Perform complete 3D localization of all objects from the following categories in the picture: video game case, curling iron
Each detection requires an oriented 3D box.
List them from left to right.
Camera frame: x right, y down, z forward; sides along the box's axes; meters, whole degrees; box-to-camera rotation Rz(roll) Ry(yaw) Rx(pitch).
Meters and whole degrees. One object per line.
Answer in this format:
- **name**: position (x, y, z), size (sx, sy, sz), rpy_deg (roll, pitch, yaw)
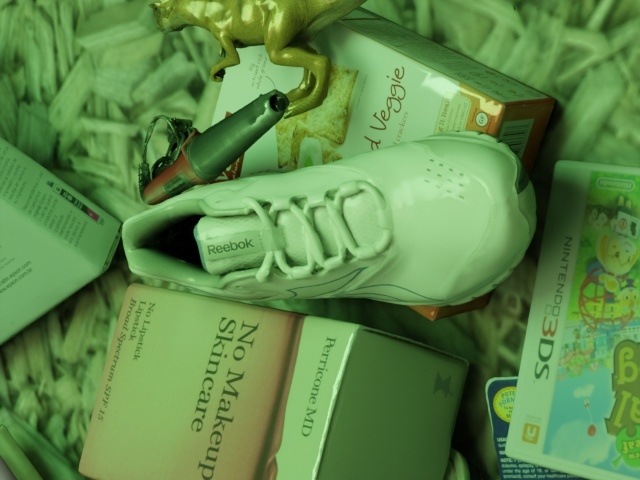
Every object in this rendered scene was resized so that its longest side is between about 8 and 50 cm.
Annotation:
- **curling iron**: position (-0.080, -0.068, 1.058), size (0.274, 0.035, 0.068), rpy_deg (165, 112, -70)
- **video game case**: position (0.212, 0.056, 0.920), size (0.212, 0.023, 0.193), rpy_deg (9, 89, 44)

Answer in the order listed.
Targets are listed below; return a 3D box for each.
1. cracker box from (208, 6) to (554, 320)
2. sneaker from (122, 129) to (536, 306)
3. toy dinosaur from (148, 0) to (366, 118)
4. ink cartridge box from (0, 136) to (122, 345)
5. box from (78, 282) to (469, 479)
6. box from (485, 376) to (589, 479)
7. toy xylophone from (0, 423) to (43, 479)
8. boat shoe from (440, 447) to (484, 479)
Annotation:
- **cracker box**: position (0.030, -0.068, 1.068), size (0.232, 0.067, 0.156), rpy_deg (31, 115, 34)
- **sneaker**: position (0.000, 0.000, 0.976), size (0.297, 0.129, 0.111), rpy_deg (-11, 89, 41)
- **toy dinosaur**: position (-0.017, -0.143, 1.003), size (0.211, 0.064, 0.112), rpy_deg (-9, 108, 20)
- **ink cartridge box**: position (-0.389, -0.019, 1.307), size (0.330, 0.071, 0.324), rpy_deg (39, 133, -22)
- **box**: position (-0.036, 0.124, 1.081), size (0.232, 0.127, 0.149), rpy_deg (7, 80, 44)
- **box**: position (0.184, 0.194, 0.999), size (0.136, 0.036, 0.225), rpy_deg (-8, 92, 41)
- **toy xylophone**: position (-0.359, 0.242, 1.409), size (0.236, 0.081, 0.322), rpy_deg (50, 130, -1)
- **boat shoe**: position (0.087, 0.270, 1.060), size (0.095, 0.079, 0.254), rpy_deg (-16, 65, 52)
